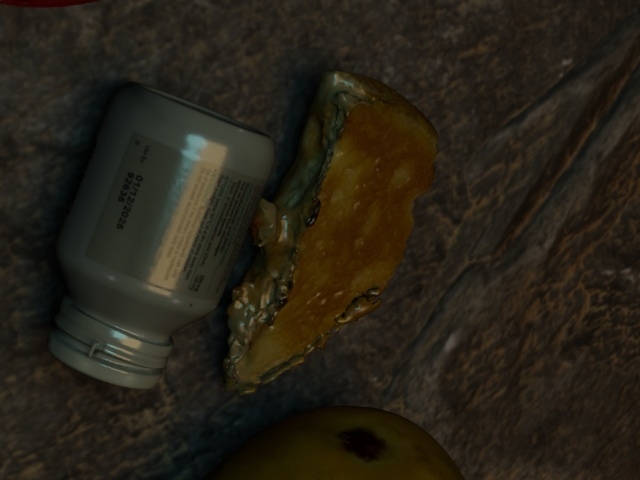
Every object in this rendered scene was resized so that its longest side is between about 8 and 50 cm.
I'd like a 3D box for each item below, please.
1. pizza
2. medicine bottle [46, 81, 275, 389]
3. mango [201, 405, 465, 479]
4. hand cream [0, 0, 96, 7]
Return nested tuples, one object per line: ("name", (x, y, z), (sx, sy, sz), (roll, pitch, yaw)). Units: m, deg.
("pizza", (0.000, 0.000, 1.316), (0.189, 0.071, 0.297), (8, 107, -52))
("medicine bottle", (-0.130, -0.001, 1.169), (0.135, 0.135, 0.215), (17, 97, -41))
("mango", (-0.041, 0.346, 1.327), (0.300, 0.232, 0.446), (30, 98, -46))
("hand cream", (-0.185, -0.260, 0.940), (0.230, 0.230, 0.149), (29, 52, -41))
